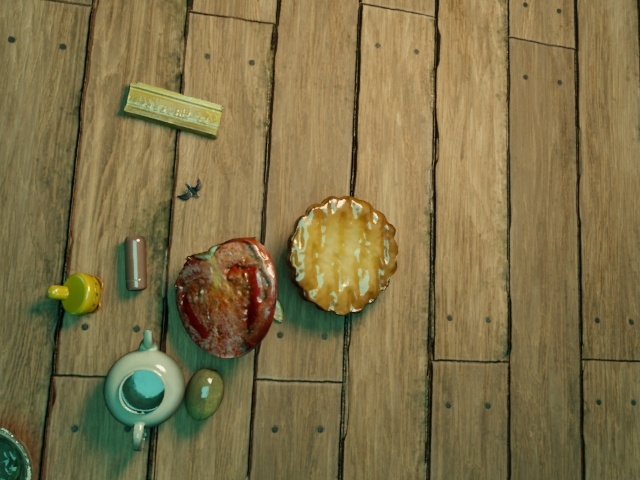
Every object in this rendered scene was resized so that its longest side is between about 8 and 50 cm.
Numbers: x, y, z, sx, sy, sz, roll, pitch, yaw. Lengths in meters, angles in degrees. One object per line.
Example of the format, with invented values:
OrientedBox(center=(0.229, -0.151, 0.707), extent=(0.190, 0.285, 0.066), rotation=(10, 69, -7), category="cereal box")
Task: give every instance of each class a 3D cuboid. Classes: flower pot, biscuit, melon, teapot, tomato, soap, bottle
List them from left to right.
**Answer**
OrientedBox(center=(-0.768, 0.522, 1.255), extent=(0.236, 0.140, 0.235), rotation=(1, 85, -13), category="flower pot")
OrientedBox(center=(-0.475, 0.059, 1.423), extent=(0.053, 0.053, 0.140), rotation=(-2, 83, -13), category="bottle")
OrientedBox(center=(-0.432, 0.365, 1.356), extent=(0.193, 0.129, 0.294), rotation=(5, 82, -11), category="teapot")
OrientedBox(center=(-0.395, -0.354, 1.500), extent=(0.252, 0.037, 0.092), rotation=(14, 79, -10), category="soap")
OrientedBox(center=(-0.295, 0.389, 1.402), extent=(0.098, 0.098, 0.130), rotation=(17, 87, -10), category="melon")
OrientedBox(center=(-0.208, 0.136, 1.419), extent=(0.309, 0.170, 0.308), rotation=(3, 99, 20), category="tomato")
OrientedBox(center=(0.055, 0.039, 1.499), extent=(0.326, 0.107, 0.325), rotation=(0, 91, -24), category="biscuit")

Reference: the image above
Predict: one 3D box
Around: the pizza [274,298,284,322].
OrientedBox(center=(-0.121, 0.187, 1.508), extent=(0.037, 0.016, 0.083), rotation=(-22, 92, -16), category="pizza")

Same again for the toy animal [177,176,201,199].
OrientedBox(center=(-0.343, -0.134, 1.488), extent=(0.084, 0.050, 0.028), rotation=(-37, 56, 20), category="toy animal")

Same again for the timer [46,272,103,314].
OrientedBox(center=(-0.599, 0.131, 1.357), extent=(0.107, 0.109, 0.107), rotation=(-6, 79, 29), category="timer")
